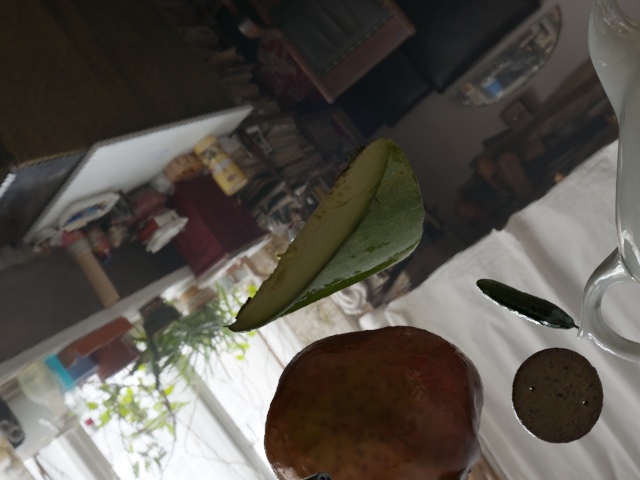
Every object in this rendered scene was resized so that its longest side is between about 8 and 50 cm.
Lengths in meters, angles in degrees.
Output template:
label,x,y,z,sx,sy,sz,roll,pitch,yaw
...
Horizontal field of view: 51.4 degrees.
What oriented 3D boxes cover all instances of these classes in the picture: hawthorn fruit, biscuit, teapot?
label,x,y,z,sx,sy,sz,roll,pitch,yaw
hawthorn fruit,0.108,0.379,1.376,0.471,0.472,0.472,-38,177,-3
biscuit,0.467,0.305,1.312,0.187,0.188,0.027,-38,178,-8
teapot,0.269,-0.043,0.506,0.139,0.298,0.204,2,-169,27

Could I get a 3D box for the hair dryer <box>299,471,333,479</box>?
label,x,y,z,sx,sy,sz,roll,pitch,yaw
hair dryer,-0.032,0.325,0.620,0.235,0.272,0.091,-30,-148,15

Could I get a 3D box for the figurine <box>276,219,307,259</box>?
label,x,y,z,sx,sy,sz,roll,pitch,yaw
figurine,-0.021,0.016,1.507,0.178,0.130,0.109,-6,-173,16

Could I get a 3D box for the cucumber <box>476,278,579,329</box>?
label,x,y,z,sx,sy,sz,roll,pitch,yaw
cucumber,0.433,0.137,1.402,0.056,0.250,0.056,-30,132,-41

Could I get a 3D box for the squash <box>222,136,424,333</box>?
label,x,y,z,sx,sy,sz,roll,pitch,yaw
squash,0.000,0.000,0.763,0.252,0.170,0.093,-23,-154,-27
